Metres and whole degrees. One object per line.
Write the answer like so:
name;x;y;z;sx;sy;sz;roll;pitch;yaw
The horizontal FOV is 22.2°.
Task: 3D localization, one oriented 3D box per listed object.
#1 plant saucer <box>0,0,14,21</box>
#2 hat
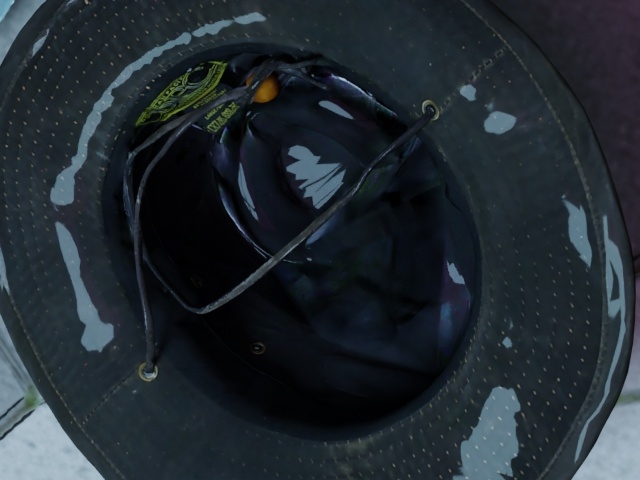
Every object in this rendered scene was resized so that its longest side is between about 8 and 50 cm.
plant saucer;-0.230;-0.180;0.826;0.195;0.037;0.195;6;114;13
hat;0.000;0.000;0.789;0.331;0.134;0.331;2;96;21
